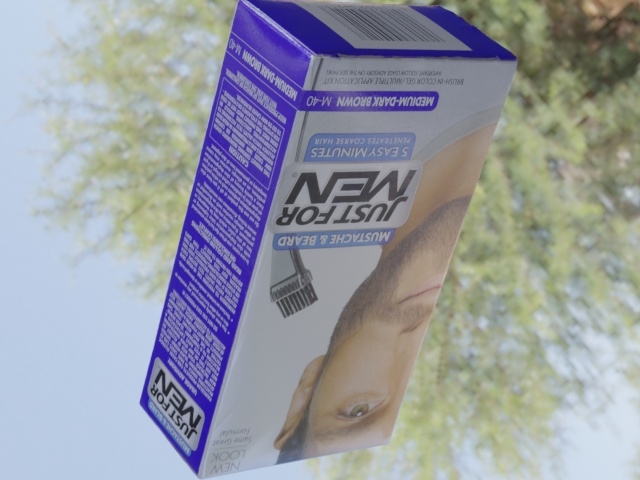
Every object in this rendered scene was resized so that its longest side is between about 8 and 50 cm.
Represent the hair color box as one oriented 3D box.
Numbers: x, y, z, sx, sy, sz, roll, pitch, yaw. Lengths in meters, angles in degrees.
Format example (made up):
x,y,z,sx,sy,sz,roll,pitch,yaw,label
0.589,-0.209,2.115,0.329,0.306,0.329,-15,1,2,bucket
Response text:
x,y,z,sx,sy,sz,roll,pitch,yaw,label
0.000,0.000,1.049,0.185,0.339,0.110,-5,-146,-36,hair color box
